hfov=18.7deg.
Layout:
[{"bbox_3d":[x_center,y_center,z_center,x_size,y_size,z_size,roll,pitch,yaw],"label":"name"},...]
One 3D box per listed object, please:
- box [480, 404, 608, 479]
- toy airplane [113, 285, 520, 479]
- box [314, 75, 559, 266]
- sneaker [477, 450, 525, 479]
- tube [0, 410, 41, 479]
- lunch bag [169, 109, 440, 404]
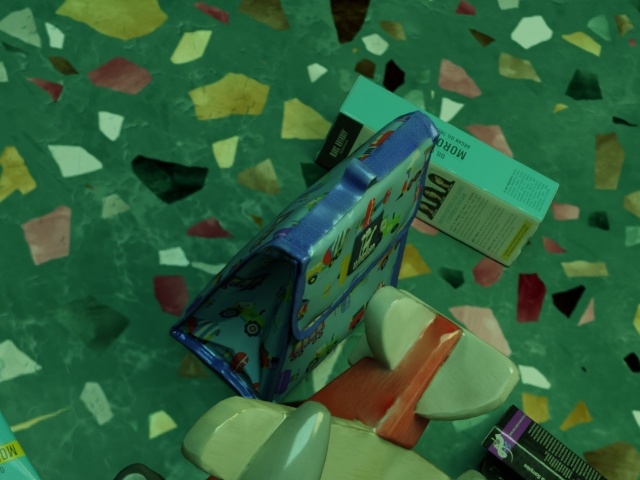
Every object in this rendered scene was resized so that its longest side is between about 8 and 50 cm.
[{"bbox_3d":[0.239,0.233,1.939,0.162,0.029,0.116,37,13,8],"label":"box"},{"bbox_3d":[0.028,0.229,1.701,0.386,0.384,0.272,-14,55,-27],"label":"toy airplane"},{"bbox_3d":[0.123,-0.073,2.086,0.244,0.100,0.060,29,54,0],"label":"box"},{"bbox_3d":[0.221,0.283,1.929,0.170,0.051,0.089,29,58,4],"label":"sneaker"},{"bbox_3d":[-0.330,0.170,1.828,0.080,0.052,0.207,-24,73,-17],"label":"tube"},{"bbox_3d":[0.000,0.000,1.884,0.138,0.293,0.221,41,57,9],"label":"lunch bag"}]
